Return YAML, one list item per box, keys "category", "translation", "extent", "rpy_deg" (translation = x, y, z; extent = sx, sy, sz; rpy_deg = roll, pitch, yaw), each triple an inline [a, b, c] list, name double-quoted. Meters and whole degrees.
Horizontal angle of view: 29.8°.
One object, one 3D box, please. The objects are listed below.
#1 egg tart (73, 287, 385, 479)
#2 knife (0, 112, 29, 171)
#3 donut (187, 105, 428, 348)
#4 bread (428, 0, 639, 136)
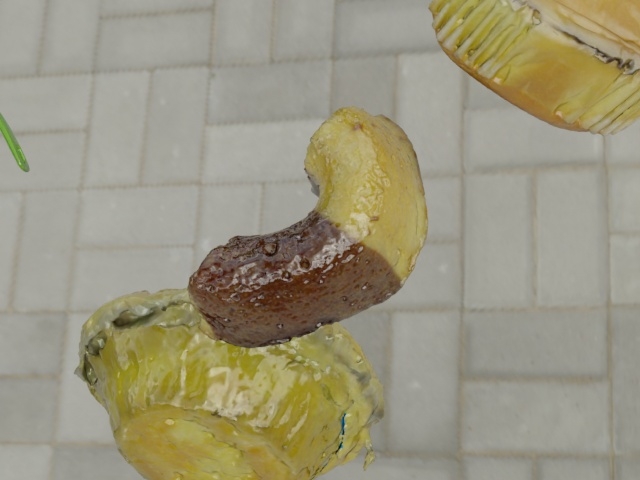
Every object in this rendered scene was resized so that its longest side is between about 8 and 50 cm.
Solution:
- category: "egg tart"
  translation: [-0.114, 0.201, 1.431]
  extent: [0.388, 0.387, 0.169]
  rpy_deg: [-1, 48, 15]
- category: "knife"
  translation: [-0.364, -0.143, 1.301]
  extent: [0.023, 0.078, 0.166]
  rpy_deg: [-41, 82, 6]
- category: "donut"
  translation: [0.000, 0.000, 1.174]
  extent: [0.151, 0.112, 0.295]
  rpy_deg: [38, 87, 32]
- category: "bread"
  translation: [0.180, -0.163, 0.901]
  extent: [0.191, 0.114, 0.132]
  rpy_deg: [31, 56, -10]
